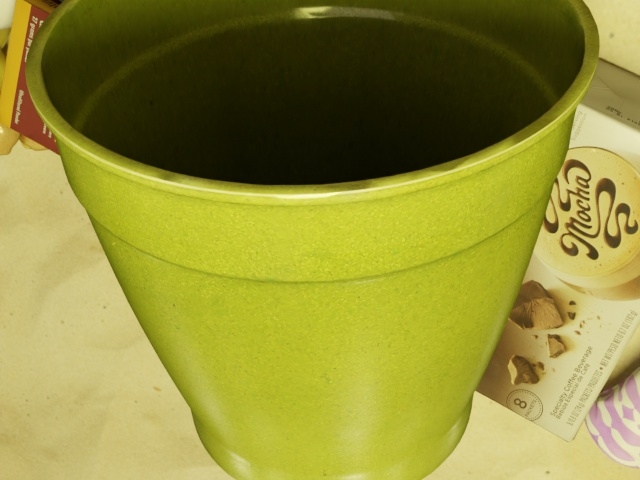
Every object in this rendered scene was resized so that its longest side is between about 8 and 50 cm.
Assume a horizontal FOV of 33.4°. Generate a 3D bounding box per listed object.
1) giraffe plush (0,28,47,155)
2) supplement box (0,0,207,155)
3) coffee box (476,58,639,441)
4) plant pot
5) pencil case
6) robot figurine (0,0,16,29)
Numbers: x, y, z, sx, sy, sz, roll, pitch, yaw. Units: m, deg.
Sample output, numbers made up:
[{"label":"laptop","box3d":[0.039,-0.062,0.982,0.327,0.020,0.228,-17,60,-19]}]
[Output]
[{"label":"giraffe plush","box3d":[-0.364,-0.187,1.135,0.210,0.181,0.170,23,119,57]},{"label":"supplement box","box3d":[-0.158,-0.154,1.002,0.191,0.194,0.129,29,124,12]},{"label":"coffee box","box3d":[0.217,0.006,0.936,0.168,0.119,0.297,28,124,13]},{"label":"plant pot","box3d":[0.000,0.000,0.800,0.366,0.366,0.353,14,131,20]},{"label":"pencil case","box3d":[0.325,0.119,0.962,0.206,0.086,0.088,-54,50,33]},{"label":"robot figurine","box3d":[-0.332,-0.328,0.985,0.173,0.209,0.278,-23,73,4]}]
